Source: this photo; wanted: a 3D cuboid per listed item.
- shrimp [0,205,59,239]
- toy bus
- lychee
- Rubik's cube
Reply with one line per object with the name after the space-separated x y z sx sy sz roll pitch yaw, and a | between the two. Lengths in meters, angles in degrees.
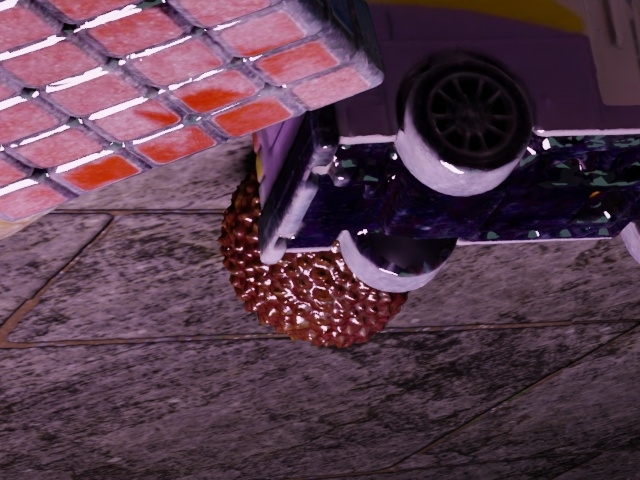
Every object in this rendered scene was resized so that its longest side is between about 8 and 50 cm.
-0.289 -0.064 1.354 0.221 0.110 0.445 -19 164 -2 | shrimp
0.179 -0.120 1.270 0.440 0.249 0.209 -2 159 -13 | toy bus
0.000 0.000 1.613 0.188 0.188 0.188 -12 161 -4 | lychee
-0.129 -0.175 0.935 0.238 0.237 0.237 -17 159 13 | Rubik's cube
